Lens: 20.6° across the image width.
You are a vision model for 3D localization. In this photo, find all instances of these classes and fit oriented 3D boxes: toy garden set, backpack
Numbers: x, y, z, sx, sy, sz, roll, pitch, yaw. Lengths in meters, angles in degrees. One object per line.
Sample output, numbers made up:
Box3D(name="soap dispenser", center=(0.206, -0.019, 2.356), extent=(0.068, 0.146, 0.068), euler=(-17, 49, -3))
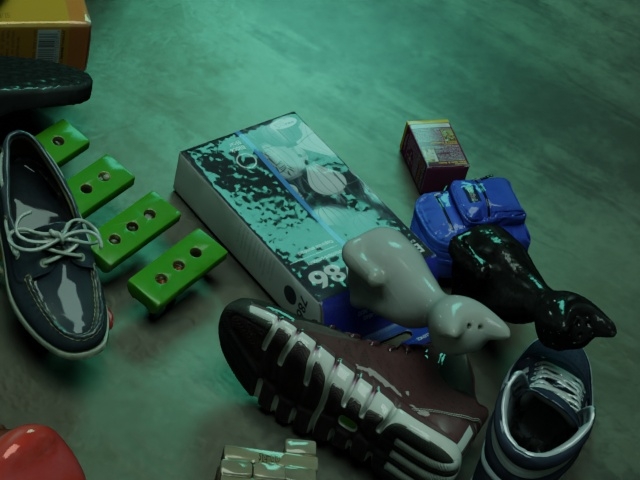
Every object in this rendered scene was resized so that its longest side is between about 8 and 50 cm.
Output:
Box3D(name="toy garden set", center=(-0.256, 0.005, 1.830), extent=(0.244, 0.049, 0.204), euler=(39, 52, 17))
Box3D(name="backpack", center=(0.158, -0.017, 1.926), extent=(0.120, 0.101, 0.098), euler=(-6, 40, -16))

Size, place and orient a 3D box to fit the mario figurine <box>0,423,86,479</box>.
Box3D(name="mario figurine", center=(-0.343, 0.217, 1.565), extent=(0.320, 0.170, 0.198), euler=(23, 79, 24))

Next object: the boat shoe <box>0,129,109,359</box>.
Box3D(name="boat shoe", center=(-0.268, 0.001, 1.744), extent=(0.095, 0.079, 0.254), euler=(-6, 54, -21))

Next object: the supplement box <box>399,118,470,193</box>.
Box3D(name="supplement box", center=(0.132, -0.098, 2.041), extent=(0.055, 0.043, 0.083), euler=(-3, 45, -18))

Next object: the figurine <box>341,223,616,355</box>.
Box3D(name="figurine", center=(0.155, 0.058, 1.745), extent=(0.215, 0.092, 0.209), euler=(-1, 20, -32))

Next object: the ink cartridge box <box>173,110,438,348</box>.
Box3D(name="ink cartridge box", center=(0.000, 0.000, 1.893), extent=(0.165, 0.065, 0.333), euler=(-22, 55, -33))

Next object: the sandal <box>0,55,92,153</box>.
Box3D(name="sandal", center=(-0.424, -0.118, 1.841), extent=(0.167, 0.107, 0.445), euler=(21, 26, 32))

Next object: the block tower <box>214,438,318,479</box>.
Box3D(name="block tower", center=(-0.052, 0.327, 1.521), extent=(0.097, 0.091, 0.335), euler=(8, 43, -8))

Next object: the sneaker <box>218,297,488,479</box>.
Box3D(name="sneaker", center=(0.043, 0.128, 1.752), extent=(0.281, 0.106, 0.162), euler=(36, 43, 12))

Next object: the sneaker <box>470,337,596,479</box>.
Box3D(name="sneaker", center=(0.223, 0.158, 1.721), extent=(0.099, 0.153, 0.282), euler=(23, 44, 8))

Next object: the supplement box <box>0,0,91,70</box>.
Box3D(name="supplement box", center=(-0.387, -0.243, 2.029), extent=(0.233, 0.080, 0.078), euler=(-1, 44, -18))
